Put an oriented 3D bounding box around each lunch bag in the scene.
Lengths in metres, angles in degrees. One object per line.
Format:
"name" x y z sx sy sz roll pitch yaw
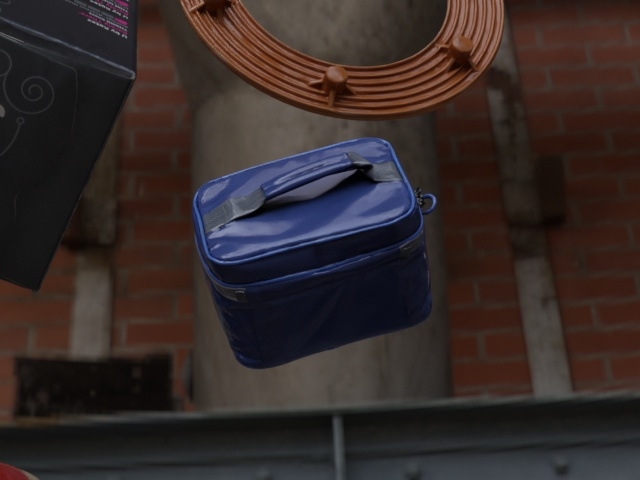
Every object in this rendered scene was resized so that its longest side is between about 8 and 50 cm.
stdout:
"lunch bag" 0.000 0.000 0.641 0.098 0.067 0.065 -17 -52 -3

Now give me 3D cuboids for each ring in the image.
"ring" 0.022 -0.258 1.539 0.337 0.336 0.032 6 -34 -11

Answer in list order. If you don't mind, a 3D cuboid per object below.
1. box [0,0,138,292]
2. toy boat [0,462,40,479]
"box" -0.213 -0.113 1.047 0.143 0.270 0.165 21 -68 -15
"toy boat" -0.311 0.274 1.337 0.151 0.231 0.151 26 -75 -23
